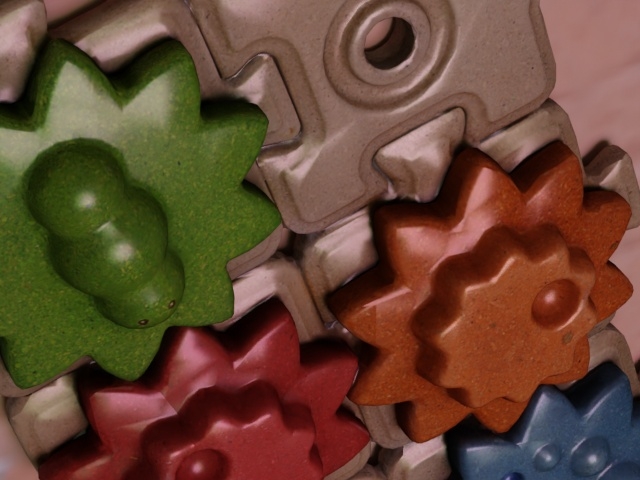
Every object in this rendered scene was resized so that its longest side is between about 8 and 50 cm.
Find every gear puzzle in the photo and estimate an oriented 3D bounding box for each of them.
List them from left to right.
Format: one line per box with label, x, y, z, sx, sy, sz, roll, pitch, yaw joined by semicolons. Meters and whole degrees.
gear puzzle;0.000;0.000;0.403;0.175;0.044;0.339;-29;129;-9
